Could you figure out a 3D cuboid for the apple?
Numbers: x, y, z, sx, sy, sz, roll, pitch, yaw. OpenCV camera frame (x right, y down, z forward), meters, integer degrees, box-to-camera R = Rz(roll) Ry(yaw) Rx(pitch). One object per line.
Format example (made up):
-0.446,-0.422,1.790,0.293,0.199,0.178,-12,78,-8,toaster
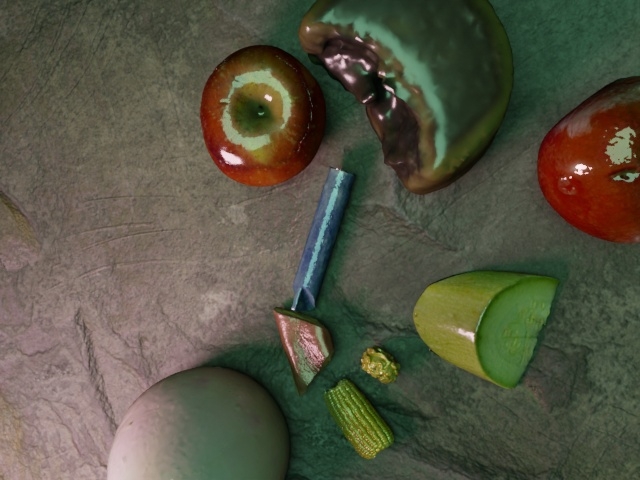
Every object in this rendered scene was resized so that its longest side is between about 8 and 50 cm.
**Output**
-0.112,-0.246,1.478,0.251,0.206,0.272,-17,89,3,apple

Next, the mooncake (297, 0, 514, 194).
0.155,-0.287,1.384,0.393,0.246,0.394,4,92,6,mooncake

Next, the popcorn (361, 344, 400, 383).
0.123,0.251,1.489,0.082,0.083,0.057,36,94,43,popcorn

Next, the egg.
-0.259,0.445,1.453,0.354,0.340,0.355,1,92,13,egg

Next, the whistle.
0.000,0.000,1.524,0.062,0.062,0.304,18,95,13,whistle

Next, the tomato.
0.470,-0.132,1.272,0.170,0.309,0.309,-7,89,-29,tomato

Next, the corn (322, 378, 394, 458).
0.075,0.362,1.507,0.085,0.063,0.165,-39,80,21,corn

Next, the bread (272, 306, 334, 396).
-0.025,0.219,1.528,0.119,0.067,0.193,-16,86,22,bread

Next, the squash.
0.317,0.147,1.469,0.204,0.155,0.237,18,94,-24,squash
